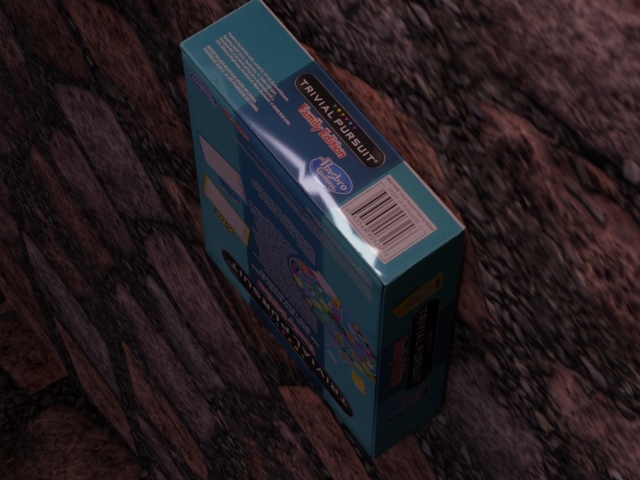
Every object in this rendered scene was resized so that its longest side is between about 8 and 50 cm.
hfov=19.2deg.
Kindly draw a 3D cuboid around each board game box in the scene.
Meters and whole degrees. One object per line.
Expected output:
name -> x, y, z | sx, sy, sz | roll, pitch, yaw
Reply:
board game box -> 0.000, 0.000, 1.522 | 0.254, 0.079, 0.336 | 50, 163, 22
